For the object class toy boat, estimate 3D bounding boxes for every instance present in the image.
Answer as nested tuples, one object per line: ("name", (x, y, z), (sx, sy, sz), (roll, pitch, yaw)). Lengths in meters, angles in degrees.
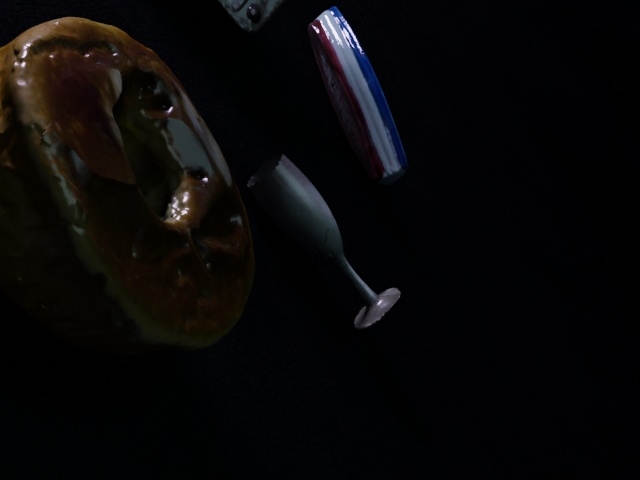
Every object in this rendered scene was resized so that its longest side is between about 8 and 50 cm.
("toy boat", (0.040, -0.171, 2.232), (0.046, 0.080, 0.228), (-15, 74, -27))

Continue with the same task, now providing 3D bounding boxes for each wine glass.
("wine glass", (0.000, 0.000, 1.993), (0.198, 0.066, 0.066), (50, 28, -17))

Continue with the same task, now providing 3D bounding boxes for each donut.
("donut", (-0.193, -0.040, 1.607), (0.330, 0.160, 0.330), (48, 32, -45))

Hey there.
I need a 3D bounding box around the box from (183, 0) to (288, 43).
("box", (-0.140, -0.399, 2.048), (0.350, 0.058, 0.211), (48, 59, -21))
